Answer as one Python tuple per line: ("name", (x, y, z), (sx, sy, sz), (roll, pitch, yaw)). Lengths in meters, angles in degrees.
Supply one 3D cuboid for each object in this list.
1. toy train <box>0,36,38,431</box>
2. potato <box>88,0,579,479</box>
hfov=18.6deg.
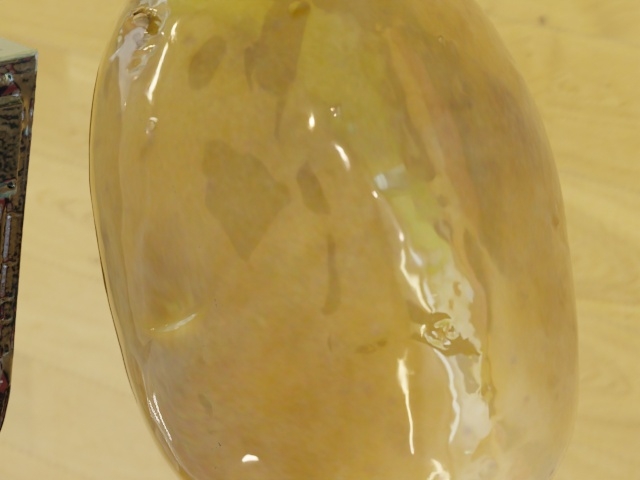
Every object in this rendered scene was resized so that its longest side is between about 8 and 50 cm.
("toy train", (-0.190, 0.007, 1.036), (0.051, 0.052, 0.234), (24, 117, 33))
("potato", (0.000, 0.000, 0.665), (0.150, 0.146, 0.234), (-22, 75, 33))
